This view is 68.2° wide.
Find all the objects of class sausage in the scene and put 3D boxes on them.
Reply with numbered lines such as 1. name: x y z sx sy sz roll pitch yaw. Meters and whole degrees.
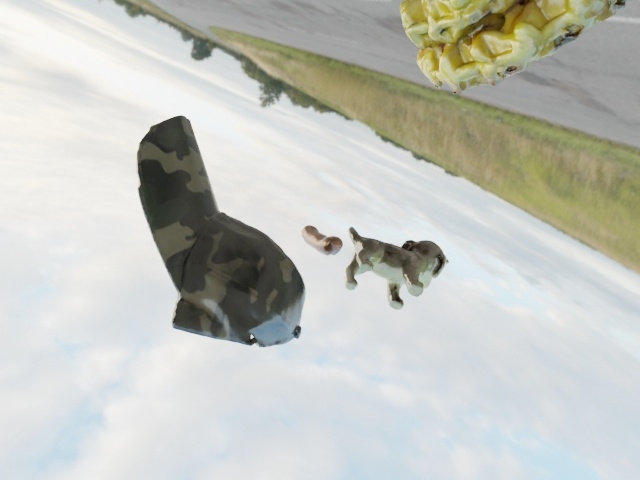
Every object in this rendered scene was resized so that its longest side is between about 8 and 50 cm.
1. sausage: 0.000 0.000 0.963 0.043 0.043 0.186 19 -177 -21

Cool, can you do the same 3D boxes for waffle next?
1. waffle: 0.241 -0.317 0.628 0.151 0.261 0.324 54 -162 -16

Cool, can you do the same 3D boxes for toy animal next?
1. toy animal: 0.165 0.059 1.037 0.233 0.121 0.169 15 -130 -7

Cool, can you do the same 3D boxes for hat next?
1. hat: -0.150 -0.016 0.819 0.256 0.383 0.366 2 -170 -3
